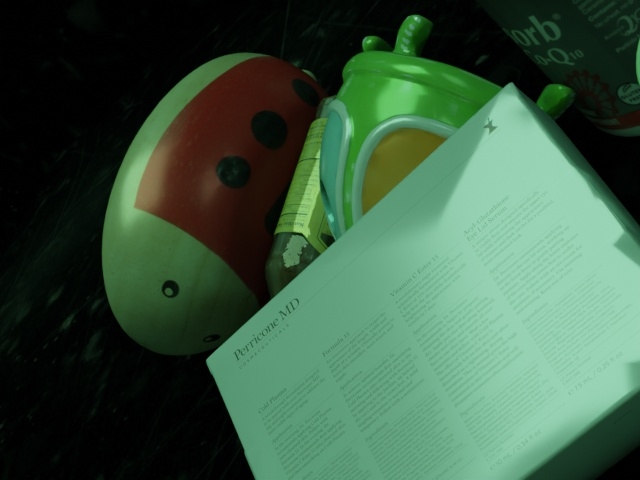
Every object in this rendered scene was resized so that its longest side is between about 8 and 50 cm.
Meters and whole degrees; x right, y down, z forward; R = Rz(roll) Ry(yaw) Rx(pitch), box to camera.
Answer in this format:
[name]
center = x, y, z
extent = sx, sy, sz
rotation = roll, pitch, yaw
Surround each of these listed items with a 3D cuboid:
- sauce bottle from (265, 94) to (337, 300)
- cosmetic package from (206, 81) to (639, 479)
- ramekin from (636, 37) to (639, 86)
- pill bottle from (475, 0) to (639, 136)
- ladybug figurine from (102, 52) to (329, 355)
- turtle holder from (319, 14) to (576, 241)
[sauce bottle]
center = 0.000, 0.000, 1.340
extent = 0.111, 0.111, 0.344
rotation = -9, 60, 57
[cosmetic package]
center = 0.103, 0.099, 0.925
extent = 0.377, 0.097, 0.284
rotation = -42, 52, 17
[ramekin]
center = 0.405, -0.160, 0.838
extent = 0.303, 0.148, 0.303
rotation = -39, 25, 23
[pill bottle]
center = 0.235, -0.284, 1.058
extent = 0.210, 0.363, 0.210
rotation = -40, 24, 22
[ladybug figurine]
center = -0.097, -0.056, 1.432
extent = 0.161, 0.305, 0.449
rotation = 2, 55, 39
[turtle holder]
center = 0.095, -0.076, 1.165
extent = 0.320, 0.243, 0.227
rotation = 17, 83, 61
